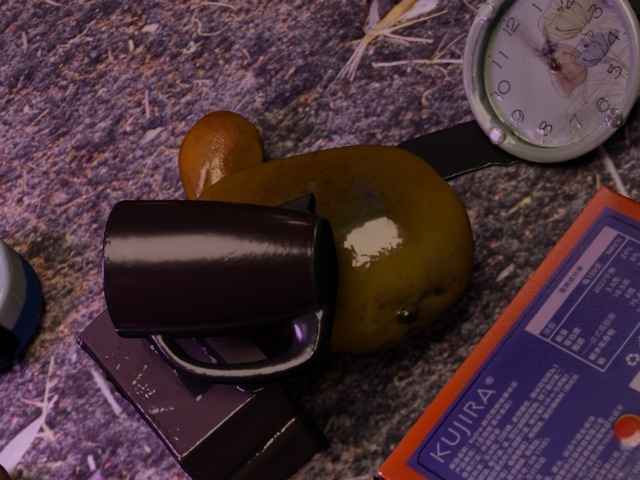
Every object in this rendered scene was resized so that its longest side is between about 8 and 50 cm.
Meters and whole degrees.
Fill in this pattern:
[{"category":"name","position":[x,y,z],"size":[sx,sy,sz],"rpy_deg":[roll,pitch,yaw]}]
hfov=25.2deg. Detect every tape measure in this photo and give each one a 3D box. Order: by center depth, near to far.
[{"category":"tape measure","position":[-0.498,0.044,1.922],"size":[0.215,0.098,0.351],"rpy_deg":[-29,53,7]}]

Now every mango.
[{"category":"mango","position":[0.000,0.000,1.657],"size":[0.364,0.182,0.253],"rpy_deg":[12,61,26]},{"category":"mango","position":[-0.130,-0.093,1.856],"size":[0.115,0.089,0.165],"rpy_deg":[1,61,15]}]

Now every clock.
[{"category":"clock","position":[0.282,-0.208,1.709],"size":[0.236,0.053,0.237],"rpy_deg":[0,90,36]}]

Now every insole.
[{"category":"insole","position":[0.230,-0.127,1.758],"size":[0.322,0.007,0.109],"rpy_deg":[-17,52,15]}]

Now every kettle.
[{"category":"kettle","position":[-0.098,0.048,1.491],"size":[0.232,0.144,0.202],"rpy_deg":[-1,70,12]}]

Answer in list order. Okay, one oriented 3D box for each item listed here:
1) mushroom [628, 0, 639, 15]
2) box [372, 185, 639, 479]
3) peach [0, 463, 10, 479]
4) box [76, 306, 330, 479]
[{"category":"mushroom","position":[0.332,-0.397,1.779],"size":[0.253,0.234,0.260],"rpy_deg":[-3,87,-19]},{"category":"box","position":[0.281,0.198,1.310],"size":[0.257,0.318,0.349],"rpy_deg":[30,75,36]},{"category":"peach","position":[-0.411,0.302,1.721],"size":[0.083,0.083,0.083],"rpy_deg":[-12,54,17]},{"category":"box","position":[-0.136,0.166,1.620],"size":[0.153,0.188,0.252],"rpy_deg":[-41,53,-8]}]
